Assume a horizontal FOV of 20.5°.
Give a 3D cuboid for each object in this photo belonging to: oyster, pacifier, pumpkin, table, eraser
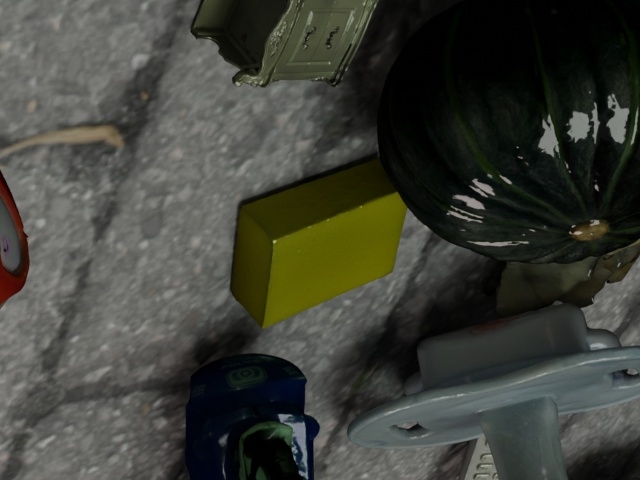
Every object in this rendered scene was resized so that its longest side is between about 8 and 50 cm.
[{"bbox_3d":[0.272,-0.051,1.446,0.201,0.107,0.354,-10,136,-42],"label":"oyster"},{"bbox_3d":[0.171,0.177,1.478,0.287,0.225,0.238,-12,160,11],"label":"pacifier"},{"bbox_3d":[0.157,-0.095,1.203,0.250,0.216,0.250,-18,172,-3],"label":"pumpkin"},{"bbox_3d":[-0.022,-0.141,1.095,0.083,0.062,0.079,-5,132,-40],"label":"table"},{"bbox_3d":[0.000,0.000,1.294,0.122,0.045,0.097,-23,143,-26],"label":"eraser"}]

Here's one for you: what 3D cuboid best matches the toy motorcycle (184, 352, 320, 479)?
[{"bbox_3d":[-0.051,0.208,1.377,0.125,0.196,0.331,-9,152,-11],"label":"toy motorcycle"}]

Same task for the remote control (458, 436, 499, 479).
[{"bbox_3d":[0.173,0.171,1.661,0.073,0.044,0.229,-1,124,-21],"label":"remote control"}]

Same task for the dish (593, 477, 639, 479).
[{"bbox_3d":[0.285,0.330,1.912,0.260,0.085,0.260,-27,146,-20],"label":"dish"}]

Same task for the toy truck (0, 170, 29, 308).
[{"bbox_3d":[-0.242,0.012,0.901,0.189,0.239,0.265,-36,146,-5],"label":"toy truck"}]
